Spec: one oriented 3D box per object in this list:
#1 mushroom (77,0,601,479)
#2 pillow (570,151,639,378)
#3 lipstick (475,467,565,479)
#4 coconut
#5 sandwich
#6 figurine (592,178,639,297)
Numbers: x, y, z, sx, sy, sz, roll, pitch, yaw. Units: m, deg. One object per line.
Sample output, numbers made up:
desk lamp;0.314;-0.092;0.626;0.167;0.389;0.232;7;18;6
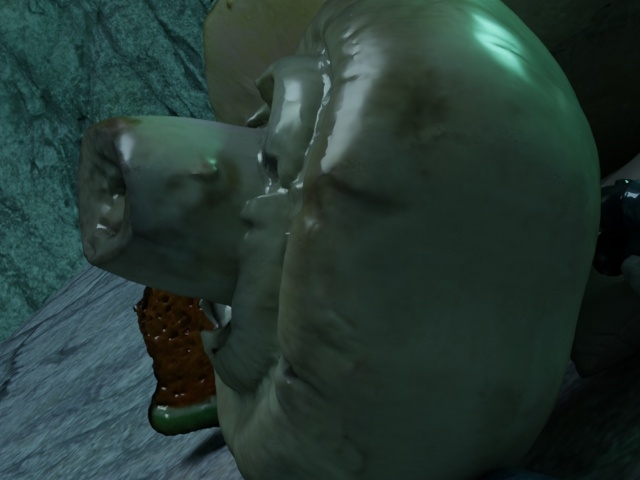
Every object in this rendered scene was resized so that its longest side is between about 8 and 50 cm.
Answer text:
mushroom;0.000;0.000;0.706;0.254;0.234;0.260;115;165;-45
pillow;0.220;-0.037;0.819;0.270;0.067;0.173;-38;15;2
lipstick;0.124;0.114;0.531;0.053;0.053;0.234;-41;12;-20
coconut;0.096;-0.125;0.976;0.352;0.352;0.352;-36;10;7
sandwich;-0.055;0.057;1.186;0.235;0.159;0.079;-60;-19;17
figurine;0.190;0.003;0.691;0.079;0.077;0.136;-21;23;-23
